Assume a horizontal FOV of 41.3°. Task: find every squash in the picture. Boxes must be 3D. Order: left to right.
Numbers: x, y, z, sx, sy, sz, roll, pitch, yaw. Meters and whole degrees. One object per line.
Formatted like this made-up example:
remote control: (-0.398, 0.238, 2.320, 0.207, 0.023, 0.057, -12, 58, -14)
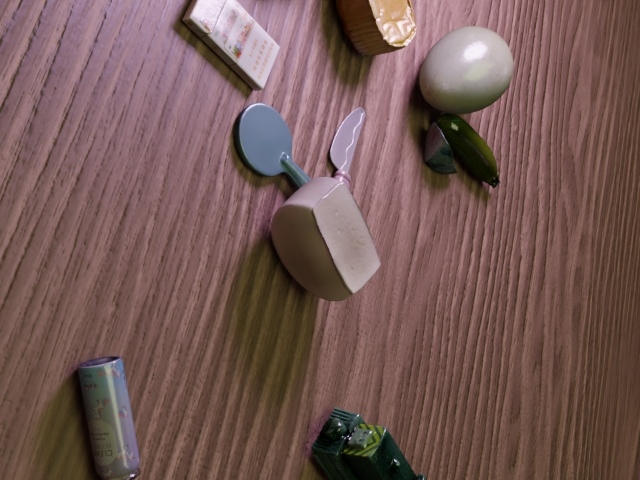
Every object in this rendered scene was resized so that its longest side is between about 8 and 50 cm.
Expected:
squash: (0.417, -0.244, 2.329, 0.331, 0.087, 0.087, 42, 56, -38)

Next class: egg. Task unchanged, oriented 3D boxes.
egg: (0.369, -0.434, 2.198, 0.295, 0.218, 0.218, -32, 110, -34)

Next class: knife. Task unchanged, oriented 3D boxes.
knife: (0.046, -0.179, 1.947, 0.081, 0.043, 0.336, 33, 55, -34)

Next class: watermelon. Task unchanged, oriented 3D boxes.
watermelon: (0.315, -0.230, 2.227, 0.180, 0.081, 0.094, 66, 26, -42)

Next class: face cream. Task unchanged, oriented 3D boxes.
face cream: (-0.345, 0.311, 1.404, 0.075, 0.075, 0.229, -14, 95, -49)

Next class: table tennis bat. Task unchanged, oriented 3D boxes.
table tennis bat: (-0.092, -0.183, 1.781, 0.237, 0.038, 0.149, 46, 52, -30)

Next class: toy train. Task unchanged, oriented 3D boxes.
toy train: (0.124, 0.507, 1.839, 0.138, 0.178, 0.330, -53, 125, -37)

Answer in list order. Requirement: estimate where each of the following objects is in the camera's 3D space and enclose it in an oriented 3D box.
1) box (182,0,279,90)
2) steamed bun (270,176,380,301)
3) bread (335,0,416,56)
box: (-0.175, -0.417, 1.712, 0.220, 0.032, 0.122, 40, 57, -38)
steamed bun: (0.000, 0.000, 1.764, 0.146, 0.164, 0.241, -45, 120, -40)
bread: (0.123, -0.562, 1.992, 0.179, 0.133, 0.250, -36, 111, -44)
